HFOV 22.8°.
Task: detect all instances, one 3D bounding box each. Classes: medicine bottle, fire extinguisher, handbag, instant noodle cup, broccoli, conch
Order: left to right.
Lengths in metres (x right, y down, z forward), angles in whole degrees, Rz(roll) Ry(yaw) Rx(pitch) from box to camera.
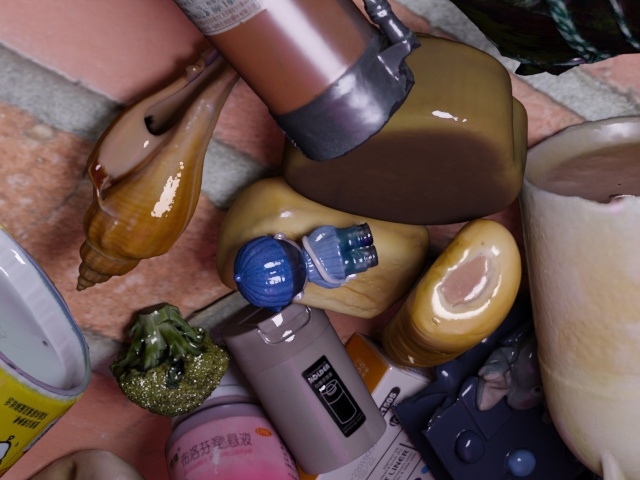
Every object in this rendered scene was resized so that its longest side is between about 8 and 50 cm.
[{"bbox_3d":[-0.385,0.116,1.459,0.254,0.325,0.325,-38,137,10],"label":"instant noodle cup"},{"bbox_3d":[-0.142,-0.083,1.467,0.109,0.093,0.330,35,102,3],"label":"conch"},{"bbox_3d":[-0.162,0.128,1.688,0.130,0.131,0.120,-11,103,13],"label":"broccoli"},{"bbox_3d":[-0.097,0.249,1.737,0.147,0.247,0.147,-10,141,-8],"label":"medicine bottle"},{"bbox_3d":[-0.055,-0.248,1.235,0.200,0.113,0.376,-38,114,12],"label":"fire extinguisher"},{"bbox_3d":[0.258,0.162,1.789,0.326,0.118,0.269,-39,131,-6],"label":"handbag"},{"bbox_3d":[0.335,0.098,1.592,0.236,0.235,0.406,-12,112,-5],"label":"medicine bottle"}]

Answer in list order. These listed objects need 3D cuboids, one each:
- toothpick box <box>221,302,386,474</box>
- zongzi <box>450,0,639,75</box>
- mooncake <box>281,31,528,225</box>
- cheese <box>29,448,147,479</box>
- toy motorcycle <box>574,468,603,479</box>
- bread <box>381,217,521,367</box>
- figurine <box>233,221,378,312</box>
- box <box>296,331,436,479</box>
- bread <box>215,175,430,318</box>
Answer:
[{"bbox_3d":[-0.018,0.147,1.691,0.111,0.111,0.180,-27,103,12],"label":"toothpick box"},{"bbox_3d":[0.285,-0.218,1.248,0.383,0.362,0.319,-36,154,23],"label":"zongzi"},{"bbox_3d":[0.076,-0.101,1.467,0.235,0.117,0.235,4,159,1],"label":"mooncake"},{"bbox_3d":[-0.283,0.355,1.842,0.117,0.218,0.235,30,90,-40],"label":"cheese"},{"bbox_3d":[0.286,0.299,2.033,0.275,0.124,0.187,16,140,-36],"label":"toy motorcycle"},{"bbox_3d":[0.135,0.064,1.603,0.142,0.091,0.305,-57,178,-9],"label":"bread"},{"bbox_3d":[-0.014,0.025,1.494,0.136,0.079,0.077,-14,97,7],"label":"figurine"},{"bbox_3d":[0.065,0.262,1.866,0.221,0.091,0.273,21,106,-38],"label":"box"},{"bbox_3d":[0.000,0.000,1.595,0.217,0.098,0.147,18,127,-29],"label":"bread"}]
